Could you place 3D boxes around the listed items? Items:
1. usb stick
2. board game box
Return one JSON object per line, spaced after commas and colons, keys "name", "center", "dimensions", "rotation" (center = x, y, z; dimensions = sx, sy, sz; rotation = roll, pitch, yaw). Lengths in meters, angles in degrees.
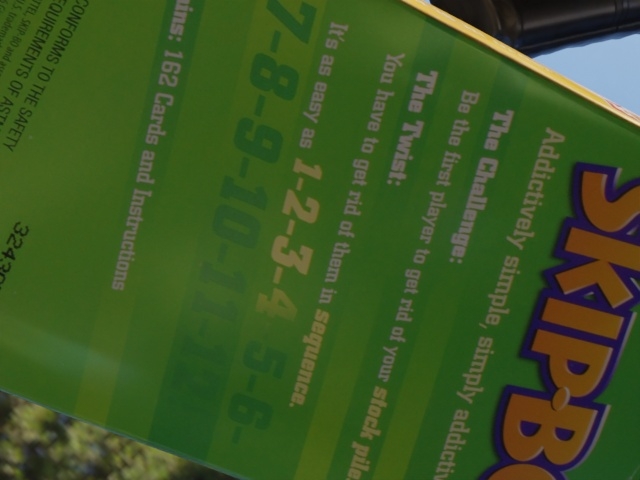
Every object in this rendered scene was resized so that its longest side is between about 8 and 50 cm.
{"name": "usb stick", "center": [0.168, -0.142, 0.776], "dimensions": [0.278, 0.045, 0.077], "rotation": [-16, -116, -35]}
{"name": "board game box", "center": [0.000, 0.000, 0.364], "dimensions": [0.124, 0.259, 0.039], "rotation": [-59, -160, 15]}
